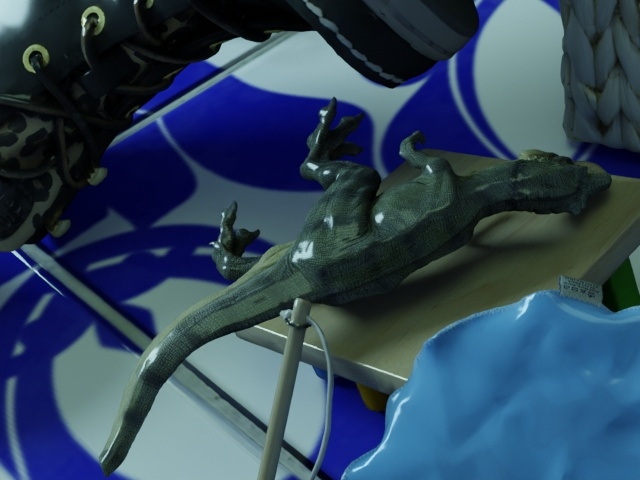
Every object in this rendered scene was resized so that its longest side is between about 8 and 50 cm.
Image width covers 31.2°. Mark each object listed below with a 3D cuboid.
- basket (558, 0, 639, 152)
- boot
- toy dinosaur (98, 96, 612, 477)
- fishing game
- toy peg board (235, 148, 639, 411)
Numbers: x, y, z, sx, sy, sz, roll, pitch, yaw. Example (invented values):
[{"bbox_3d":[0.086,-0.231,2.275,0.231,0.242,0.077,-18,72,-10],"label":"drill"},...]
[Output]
[{"bbox_3d":[0.300,-0.238,0.626,0.266,0.331,0.328,14,46,28],"label":"basket"},{"bbox_3d":[-0.100,-0.108,0.619,0.284,0.138,0.377,-48,43,10],"label":"boot"},{"bbox_3d":[0.000,0.000,0.543,0.268,0.064,0.118,-29,36,-5],"label":"toy dinosaur"},{"bbox_3d":[0.095,0.110,0.434,0.264,0.189,0.041,11,2,22],"label":"fishing game"},{"bbox_3d":[0.070,0.036,0.574,0.161,0.079,0.161,-40,33,-29],"label":"toy peg board"}]
